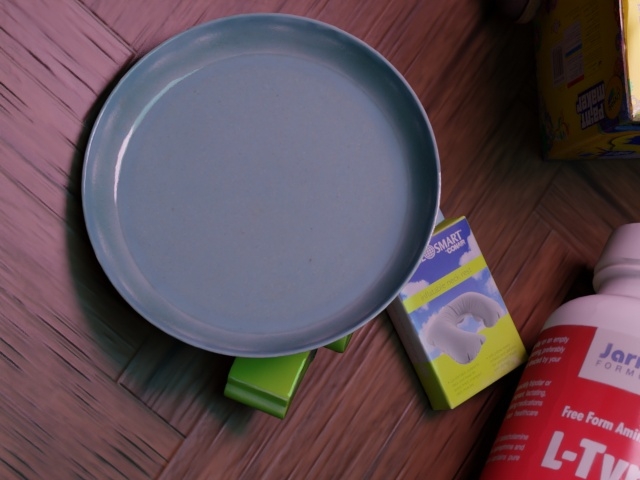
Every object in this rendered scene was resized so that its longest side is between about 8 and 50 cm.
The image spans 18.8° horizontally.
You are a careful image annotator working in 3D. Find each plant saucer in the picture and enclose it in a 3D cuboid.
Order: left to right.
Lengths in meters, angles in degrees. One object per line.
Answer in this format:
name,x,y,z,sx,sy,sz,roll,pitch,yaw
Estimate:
plant saucer,-0.052,-0.048,1.721,0.317,0.044,0.318,0,76,2

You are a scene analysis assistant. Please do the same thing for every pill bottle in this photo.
pill bottle,0.284,0.201,1.834,0.229,0.229,0.408,32,70,-21

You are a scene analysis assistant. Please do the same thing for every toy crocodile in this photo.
toy crocodile,0.000,0.000,1.784,0.115,0.105,0.341,17,76,6

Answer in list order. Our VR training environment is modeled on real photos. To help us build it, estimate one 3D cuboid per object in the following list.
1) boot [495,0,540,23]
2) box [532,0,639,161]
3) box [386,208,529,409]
boot,0.115,-0.334,1.905,0.206,0.090,0.248,-4,87,-16
box,0.377,-0.184,1.852,0.279,0.290,0.177,-3,86,-8
box,0.119,0.061,1.869,0.109,0.042,0.178,-30,99,-28
